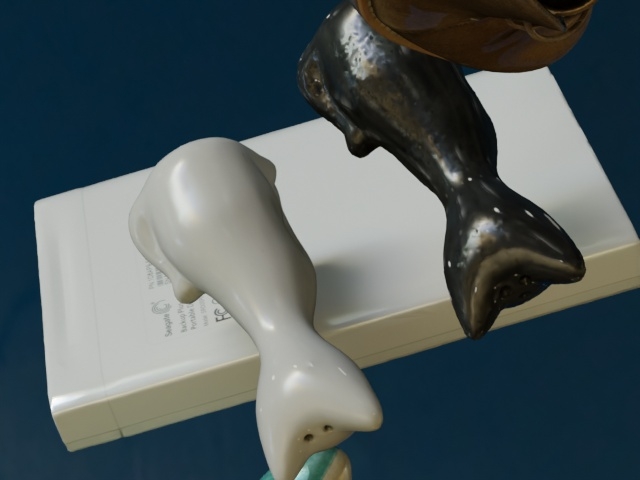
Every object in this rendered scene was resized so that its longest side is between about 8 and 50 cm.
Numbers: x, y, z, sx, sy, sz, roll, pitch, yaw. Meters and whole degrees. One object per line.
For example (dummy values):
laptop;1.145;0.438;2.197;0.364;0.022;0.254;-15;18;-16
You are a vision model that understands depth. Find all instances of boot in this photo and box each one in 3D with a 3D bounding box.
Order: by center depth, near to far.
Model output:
boot;0.079;-0.115;0.832;0.112;0.115;0.305;-46;-21;3

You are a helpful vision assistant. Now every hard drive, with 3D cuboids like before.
hard drive;0.000;0.000;1.236;0.353;0.233;0.047;-17;-55;0

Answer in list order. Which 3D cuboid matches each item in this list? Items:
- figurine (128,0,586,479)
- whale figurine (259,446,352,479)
figurine;0.017;0.003;1.059;0.215;0.209;0.092;-40;-38;15
whale figurine;-0.075;0.218;1.109;0.141;0.272;0.216;30;-43;0
